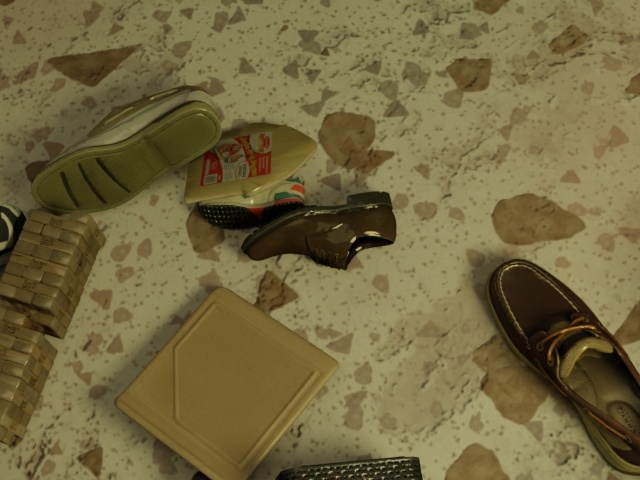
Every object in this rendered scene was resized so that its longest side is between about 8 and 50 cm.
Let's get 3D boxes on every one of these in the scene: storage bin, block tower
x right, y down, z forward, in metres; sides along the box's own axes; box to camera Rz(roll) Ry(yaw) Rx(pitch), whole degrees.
[{"bbox_3d":[0.035,0.332,1.361,0.180,0.122,0.084,-4,66,-13],"label":"storage bin"},{"bbox_3d":[-0.418,0.116,1.531,0.097,0.091,0.335,16,69,11],"label":"block tower"}]

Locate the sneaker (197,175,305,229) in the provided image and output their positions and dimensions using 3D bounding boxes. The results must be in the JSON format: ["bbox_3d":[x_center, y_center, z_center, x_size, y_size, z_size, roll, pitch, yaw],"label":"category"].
[{"bbox_3d":[-0.100,-0.064,1.603,0.161,0.057,0.075,-4,50,6],"label":"sneaker"}]

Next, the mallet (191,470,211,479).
[{"bbox_3d":[-0.080,0.340,1.439,0.190,0.062,0.039,10,66,-6],"label":"mallet"}]

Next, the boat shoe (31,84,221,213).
[{"bbox_3d":[-0.292,-0.138,1.625,0.302,0.113,0.103,-23,39,4],"label":"boat shoe"}]

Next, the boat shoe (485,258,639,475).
[{"bbox_3d":[0.345,0.150,1.425,0.123,0.123,0.342,-30,68,-7],"label":"boat shoe"}]

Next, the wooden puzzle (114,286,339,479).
[{"bbox_3d":[-0.127,0.199,1.478,0.221,0.044,0.238,32,63,23],"label":"wooden puzzle"}]

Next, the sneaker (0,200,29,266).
[{"bbox_3d":[-0.522,0.027,1.544,0.235,0.153,0.094,-43,69,-12],"label":"sneaker"}]

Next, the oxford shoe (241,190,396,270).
[{"bbox_3d":[0.000,0.000,1.546,0.227,0.083,0.096,-14,71,1],"label":"oxford shoe"}]

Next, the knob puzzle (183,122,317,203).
[{"bbox_3d":[-0.098,-0.115,1.597,0.213,0.030,0.213,-9,35,7],"label":"knob puzzle"}]
